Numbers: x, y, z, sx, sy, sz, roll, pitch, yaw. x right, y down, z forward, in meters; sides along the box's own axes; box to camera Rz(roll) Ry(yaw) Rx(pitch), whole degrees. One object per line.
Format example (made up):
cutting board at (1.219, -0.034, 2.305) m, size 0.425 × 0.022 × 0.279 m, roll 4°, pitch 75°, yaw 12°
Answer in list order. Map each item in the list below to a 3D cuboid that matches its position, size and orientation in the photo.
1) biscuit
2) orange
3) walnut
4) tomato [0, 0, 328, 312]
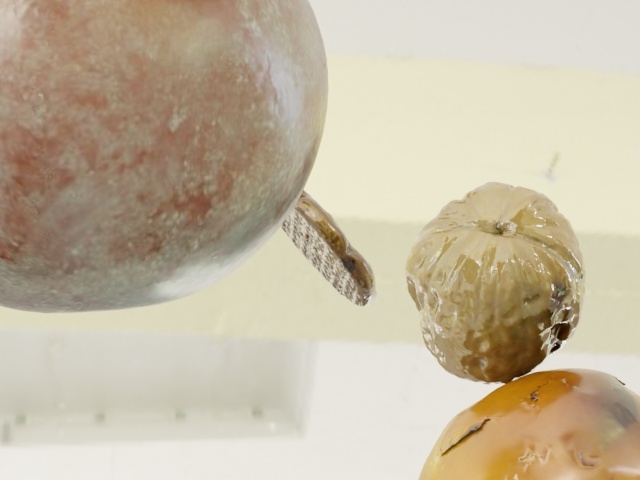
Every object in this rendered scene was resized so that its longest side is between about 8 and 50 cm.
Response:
biscuit at (0.000, 0.000, 1.817) m, size 0.036 × 0.212 × 0.212 m, roll -40°, pitch -46°, yaw -9°
orange at (0.198, 0.224, 1.214) m, size 0.246 × 0.246 × 0.246 m, roll -3°, pitch -43°, yaw -3°
walnut at (0.150, 0.041, 1.257) m, size 0.155 × 0.155 × 0.184 m, roll -7°, pitch -41°, yaw 1°
tomato at (-0.152, -0.099, 0.961) m, size 0.317 × 0.316 × 0.282 m, roll -4°, pitch -80°, yaw -2°
